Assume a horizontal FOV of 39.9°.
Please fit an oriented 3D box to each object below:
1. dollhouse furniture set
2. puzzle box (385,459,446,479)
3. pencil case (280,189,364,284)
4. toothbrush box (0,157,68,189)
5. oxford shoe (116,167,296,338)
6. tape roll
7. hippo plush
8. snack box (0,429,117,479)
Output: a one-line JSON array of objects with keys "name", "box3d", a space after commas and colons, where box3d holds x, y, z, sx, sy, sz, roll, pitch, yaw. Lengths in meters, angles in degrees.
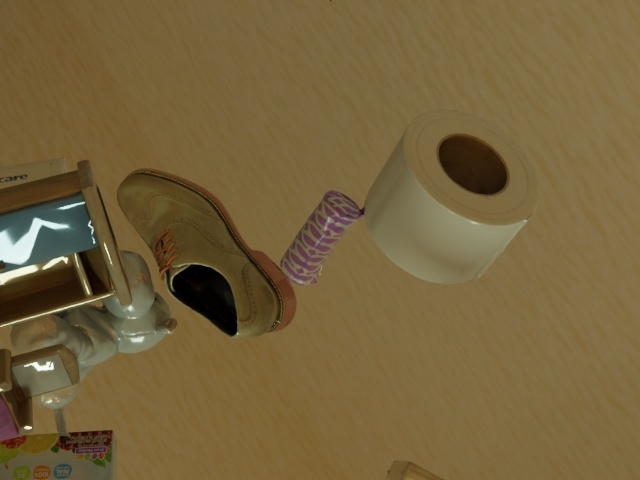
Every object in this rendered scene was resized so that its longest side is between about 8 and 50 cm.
[{"name": "dollhouse furniture set", "box3d": [-0.236, 0.132, 0.699, 0.198, 0.303, 0.286, -16, 130, -9]}, {"name": "puzzle box", "box3d": [0.341, 0.591, 1.897, 0.052, 0.409, 0.272, -62, 175, -13]}, {"name": "pencil case", "box3d": [0.000, 0.000, 1.697, 0.206, 0.088, 0.086, -56, -165, 33]}, {"name": "toothbrush box", "box3d": [-0.621, -0.021, 1.877, 0.216, 0.126, 0.295, -9, 141, -11]}, {"name": "oxford shoe", "box3d": [-0.217, 0.012, 1.457, 0.146, 0.397, 0.140, -17, 139, -56]}, {"name": "tape roll", "box3d": [0.214, -0.073, 1.456, 0.246, 0.246, 0.169, -26, 158, -37]}, {"name": "hippo plush", "box3d": [-0.346, 0.148, 1.383, 0.237, 0.294, 0.234, -22, -155, -15]}, {"name": "snack box", "box3d": [-0.433, 0.399, 1.400, 0.207, 0.174, 0.070, -2, 144, -5]}]
